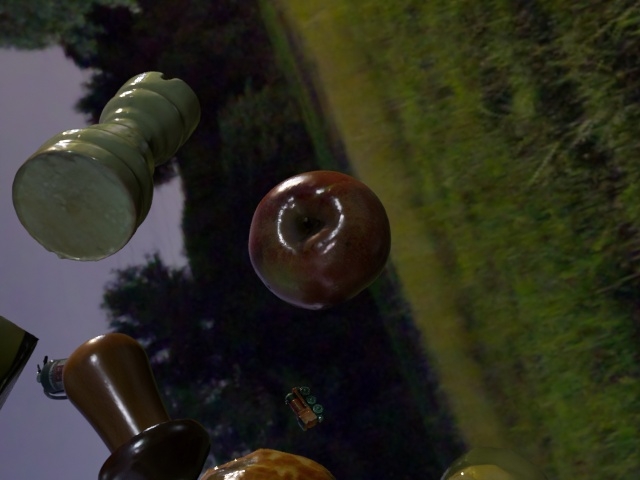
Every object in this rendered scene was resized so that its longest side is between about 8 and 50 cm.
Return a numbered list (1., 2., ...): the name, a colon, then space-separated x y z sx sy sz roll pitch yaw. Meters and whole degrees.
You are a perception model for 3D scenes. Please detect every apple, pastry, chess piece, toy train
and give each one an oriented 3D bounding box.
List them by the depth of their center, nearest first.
1. chess piece: -0.383 -0.169 1.653 0.442 0.234 0.234 -71 -32 -56
2. apple: 0.332 0.531 1.664 0.262 0.262 0.262 160 90 -87
3. pastry: -0.110 0.614 1.853 0.388 0.388 0.312 -123 53 -77
4. toy train: -0.038 0.383 1.996 0.103 0.064 0.044 49 149 31
5. apple: 0.000 0.000 2.070 0.277 0.348 0.348 49 -163 -59

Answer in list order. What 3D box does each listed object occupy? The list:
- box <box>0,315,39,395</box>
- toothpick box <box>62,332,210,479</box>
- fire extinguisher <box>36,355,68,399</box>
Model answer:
1. box: -0.672 0.363 1.449 0.138 0.420 0.373 33 -144 -9
2. toothpick box: -0.315 0.305 1.457 0.294 0.192 0.192 50 167 30
3. fire extinguisher: -0.625 0.336 2.158 0.093 0.294 0.118 15 -111 -48
